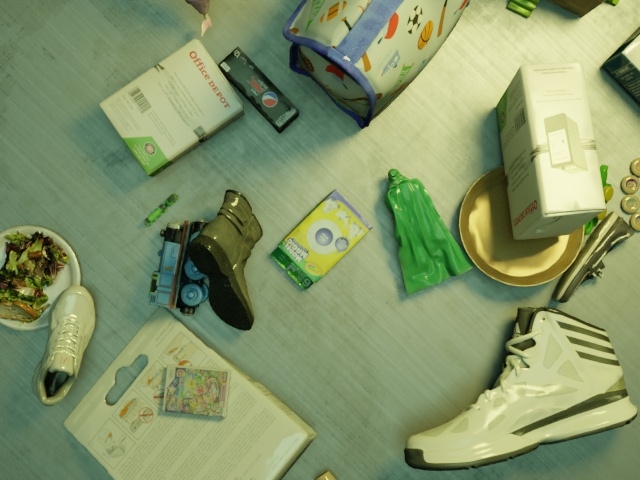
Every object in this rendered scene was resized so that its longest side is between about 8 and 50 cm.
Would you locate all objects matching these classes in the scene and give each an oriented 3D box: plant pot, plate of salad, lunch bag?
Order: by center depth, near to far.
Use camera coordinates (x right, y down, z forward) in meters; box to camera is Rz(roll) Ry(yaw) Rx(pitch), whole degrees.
[{"bbox_3d":[0.108,-0.396,1.552,0.239,0.385,0.328,37,90,-2],"label":"lunch bag"},{"bbox_3d":[-0.553,0.071,1.707,0.200,0.048,0.200,0,91,-1],"label":"plate of salad"},{"bbox_3d":[0.379,-0.028,1.724,0.236,0.032,0.236,0,79,0],"label":"plant pot"}]

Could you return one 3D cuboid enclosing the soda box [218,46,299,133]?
[{"bbox_3d":[-0.115,-0.282,1.708,0.053,0.060,0.169,-43,91,-2],"label":"soda box"}]

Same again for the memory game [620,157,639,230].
[{"bbox_3d":[0.671,-0.090,1.758,0.186,0.012,0.186,0,91,-1],"label":"memory game"}]

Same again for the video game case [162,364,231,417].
[{"bbox_3d":[-0.228,0.277,1.678,0.122,0.011,0.087,3,82,12],"label":"video game case"}]

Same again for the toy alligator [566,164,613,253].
[{"bbox_3d":[0.519,-0.051,1.739,0.051,0.056,0.189,11,100,-45],"label":"toy alligator"}]

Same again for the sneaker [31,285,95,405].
[{"bbox_3d":[-0.465,0.200,1.672,0.090,0.115,0.232,13,94,-20],"label":"sneaker"}]

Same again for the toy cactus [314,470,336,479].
[{"bbox_3d":[0.043,0.525,1.713,0.219,0.112,0.180,-33,82,7],"label":"toy cactus"}]

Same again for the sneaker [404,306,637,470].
[{"bbox_3d":[0.345,0.266,1.700,0.447,0.169,0.257,-14,82,-9],"label":"sneaker"}]

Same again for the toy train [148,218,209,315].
[{"bbox_3d":[-0.258,0.047,1.702,0.105,0.080,0.184,10,91,4],"label":"toy train"}]

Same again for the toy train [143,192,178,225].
[{"bbox_3d":[-0.303,-0.059,1.724,0.083,0.024,0.017,-43,92,-1],"label":"toy train"}]

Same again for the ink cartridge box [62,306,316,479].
[{"bbox_3d":[-0.250,0.361,1.721,0.385,0.091,0.308,40,90,15],"label":"ink cartridge box"}]

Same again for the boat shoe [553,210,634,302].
[{"bbox_3d":[0.520,0.043,1.725,0.065,0.075,0.206,36,85,1],"label":"boat shoe"}]

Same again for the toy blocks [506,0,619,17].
[{"bbox_3d":[0.400,-0.532,1.620,0.381,0.261,0.190,25,90,-2],"label":"toy blocks"}]

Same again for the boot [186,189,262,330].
[{"bbox_3d":[-0.147,0.038,1.687,0.083,0.161,0.246,8,135,29],"label":"boot"}]

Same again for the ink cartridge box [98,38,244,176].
[{"bbox_3d":[-0.271,-0.244,1.687,0.219,0.092,0.160,-34,92,-1],"label":"ink cartridge box"}]

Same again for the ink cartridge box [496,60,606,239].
[{"bbox_3d":[0.406,-0.154,1.629,0.115,0.198,0.273,-5,78,-3],"label":"ink cartridge box"}]

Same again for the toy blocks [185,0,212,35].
[{"bbox_3d":[-0.209,-0.567,1.645,0.309,0.260,0.288,12,60,21],"label":"toy blocks"}]

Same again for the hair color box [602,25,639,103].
[{"bbox_3d":[0.721,-0.275,1.707,0.174,0.105,0.347,-44,91,-5],"label":"hair color box"}]

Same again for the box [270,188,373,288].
[{"bbox_3d":[0.000,0.000,1.725,0.179,0.043,0.105,-45,91,1],"label":"box"}]

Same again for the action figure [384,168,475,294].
[{"bbox_3d":[0.183,-0.030,1.719,0.137,0.063,0.232,-23,95,1],"label":"action figure"}]
